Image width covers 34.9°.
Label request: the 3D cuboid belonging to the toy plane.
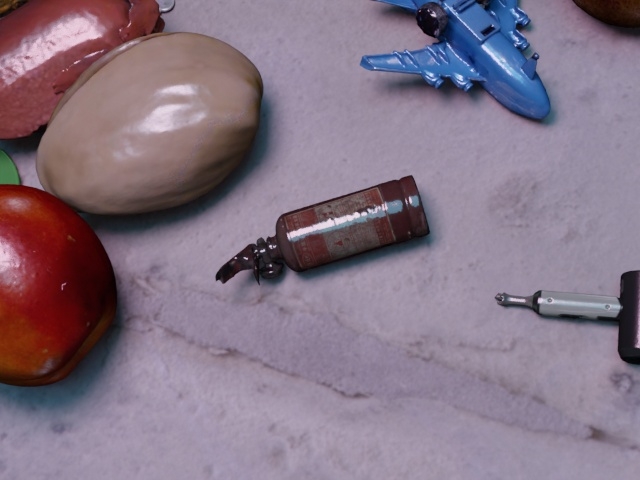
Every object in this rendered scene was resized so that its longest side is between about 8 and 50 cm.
[{"bbox_3d":[0.182,-0.251,1.242,0.254,0.105,0.271,-37,66,-21],"label":"toy plane"}]

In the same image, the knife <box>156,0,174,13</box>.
[{"bbox_3d":[-0.329,-0.408,1.400,0.336,0.043,0.081,30,75,10],"label":"knife"}]

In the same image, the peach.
[{"bbox_3d":[-0.348,0.049,1.150,0.243,0.243,0.199,32,40,16],"label":"peach"}]

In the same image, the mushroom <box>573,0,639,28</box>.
[{"bbox_3d":[0.388,-0.399,1.234,0.278,0.163,0.297,12,74,2],"label":"mushroom"}]

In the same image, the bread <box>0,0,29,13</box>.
[{"bbox_3d":[-0.445,-0.366,1.326,0.229,0.139,0.143,-31,89,7],"label":"bread"}]

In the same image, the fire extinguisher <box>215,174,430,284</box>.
[{"bbox_3d":[-0.002,-0.008,1.178,0.252,0.106,0.075,-16,90,1],"label":"fire extinguisher"}]

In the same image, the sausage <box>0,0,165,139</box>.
[{"bbox_3d":[-0.326,-0.230,1.272,0.280,0.152,0.152,-31,71,-1],"label":"sausage"}]

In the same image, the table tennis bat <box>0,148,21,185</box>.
[{"bbox_3d":[-0.456,-0.009,1.277,0.160,0.039,0.257,-6,66,9],"label":"table tennis bat"}]

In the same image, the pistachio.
[{"bbox_3d":[-0.201,-0.137,1.208,0.288,0.166,0.197,-22,107,-4],"label":"pistachio"}]

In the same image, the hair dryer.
[{"bbox_3d":[0.294,0.081,1.147,0.198,0.057,0.100,5,72,18],"label":"hair dryer"}]
